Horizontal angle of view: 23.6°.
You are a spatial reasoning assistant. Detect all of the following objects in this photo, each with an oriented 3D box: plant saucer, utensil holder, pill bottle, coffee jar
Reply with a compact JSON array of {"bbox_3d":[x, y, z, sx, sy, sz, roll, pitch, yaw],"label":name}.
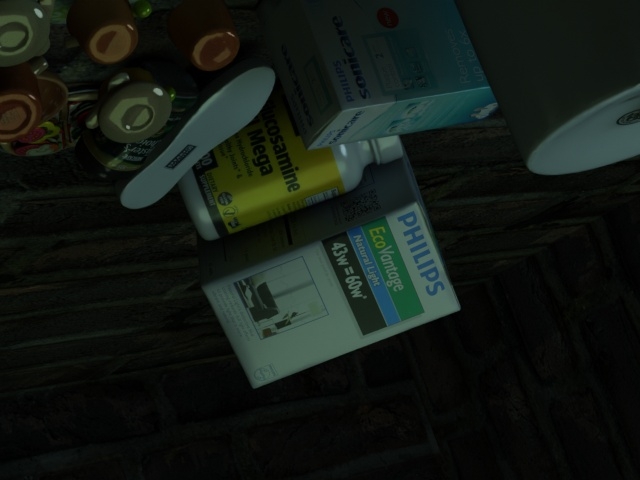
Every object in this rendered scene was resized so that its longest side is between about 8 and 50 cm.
[{"bbox_3d":[-0.427,-0.180,1.983,0.200,0.037,0.200,-17,166,-5],"label":"plant saucer"},{"bbox_3d":[0.308,-0.309,1.776,0.328,0.385,0.327,-18,166,-5],"label":"utensil holder"},{"bbox_3d":[-0.054,-0.138,2.331,0.334,0.188,0.188,-20,166,0],"label":"pill bottle"},{"bbox_3d":[-0.255,-0.162,2.107,0.184,0.079,0.096,-46,159,28],"label":"coffee jar"}]

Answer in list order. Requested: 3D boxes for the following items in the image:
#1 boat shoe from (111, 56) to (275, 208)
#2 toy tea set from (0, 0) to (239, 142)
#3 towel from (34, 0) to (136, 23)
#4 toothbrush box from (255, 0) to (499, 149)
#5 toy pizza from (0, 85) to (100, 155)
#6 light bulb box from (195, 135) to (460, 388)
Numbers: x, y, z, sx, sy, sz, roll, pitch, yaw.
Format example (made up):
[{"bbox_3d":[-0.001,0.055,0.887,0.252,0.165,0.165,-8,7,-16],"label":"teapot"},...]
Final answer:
[{"bbox_3d":[-0.194,-0.175,2.195,0.301,0.102,0.108,-42,149,23],"label":"boat shoe"},{"bbox_3d":[-0.258,-0.212,1.689,0.336,0.124,0.200,-1,132,-31],"label":"toy tea set"},{"bbox_3d":[-0.193,-0.352,1.552,0.321,0.090,0.374,-21,166,1],"label":"towel"},{"bbox_3d":[0.092,-0.258,2.024,0.296,0.216,0.126,-11,163,-27],"label":"toothbrush box"},{"bbox_3d":[-0.361,-0.159,2.158,0.201,0.032,0.201,-19,166,-5],"label":"toy pizza"},{"bbox_3d":[0.000,0.000,2.492,0.361,0.358,0.225,-21,122,5],"label":"light bulb box"}]
